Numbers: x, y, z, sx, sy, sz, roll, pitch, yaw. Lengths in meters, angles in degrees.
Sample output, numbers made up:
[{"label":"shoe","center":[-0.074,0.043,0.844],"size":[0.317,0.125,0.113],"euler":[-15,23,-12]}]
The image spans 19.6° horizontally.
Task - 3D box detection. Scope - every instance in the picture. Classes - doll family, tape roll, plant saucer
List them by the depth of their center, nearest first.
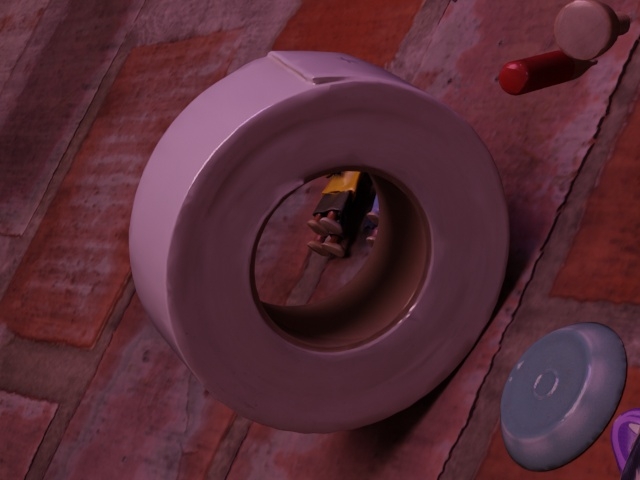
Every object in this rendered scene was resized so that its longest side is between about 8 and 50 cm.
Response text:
[{"label":"plant saucer","center":[0.168,0.107,1.336],"size":[0.119,0.021,0.119],"euler":[-37,35,32]},{"label":"tape roll","center":[0.000,0.000,1.428],"size":[0.286,0.286,0.100],"euler":[-55,28,3]},{"label":"doll family","center":[0.049,-0.054,1.635],"size":[0.193,0.076,0.111],"euler":[-3,54,50]}]

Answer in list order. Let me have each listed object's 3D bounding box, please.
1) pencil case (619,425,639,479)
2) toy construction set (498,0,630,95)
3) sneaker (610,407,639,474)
[{"label":"pencil case","center":[0.249,0.168,1.015],"size":[0.160,0.183,0.410],"euler":[119,173,-70]},{"label":"toy construction set","center":[0.295,-0.179,1.270],"size":[0.308,0.258,0.237],"euler":[-17,1,29]},{"label":"sneaker","center":[0.218,0.157,1.159],"size":[0.068,0.071,0.170],"euler":[-47,30,18]}]
